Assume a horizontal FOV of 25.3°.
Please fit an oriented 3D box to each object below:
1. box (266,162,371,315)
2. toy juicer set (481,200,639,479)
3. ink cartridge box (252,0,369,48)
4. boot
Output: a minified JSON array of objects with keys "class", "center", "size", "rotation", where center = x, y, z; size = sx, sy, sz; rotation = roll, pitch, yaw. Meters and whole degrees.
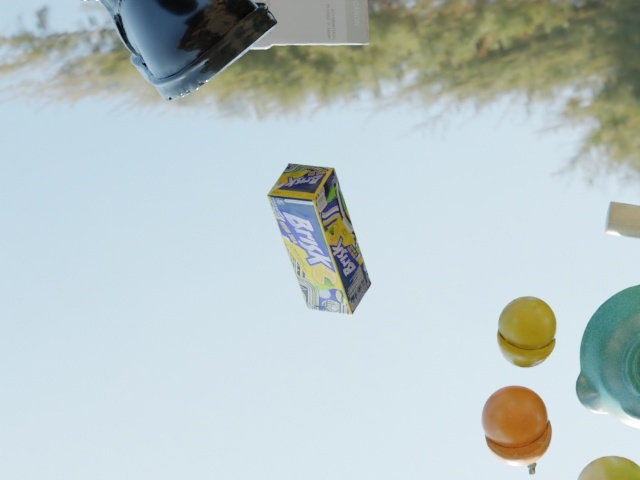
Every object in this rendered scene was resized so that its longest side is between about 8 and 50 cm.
[{"class":"box","center":[0.000,0.000,1.501],"size":[0.054,0.059,0.169],"rotation":[-58,-37,-39]},{"class":"toy juicer set","center":[0.269,0.086,1.276],"size":[0.209,0.329,0.089],"rotation":[30,-172,2]},{"class":"ink cartridge box","center":[-0.063,-0.353,1.584],"size":[0.060,0.239,0.275],"rotation":[-53,-38,-68]},{"class":"boot","center":[-0.146,-0.211,1.040],"size":[0.094,0.246,0.207],"rotation":[-41,-71,-9]}]
